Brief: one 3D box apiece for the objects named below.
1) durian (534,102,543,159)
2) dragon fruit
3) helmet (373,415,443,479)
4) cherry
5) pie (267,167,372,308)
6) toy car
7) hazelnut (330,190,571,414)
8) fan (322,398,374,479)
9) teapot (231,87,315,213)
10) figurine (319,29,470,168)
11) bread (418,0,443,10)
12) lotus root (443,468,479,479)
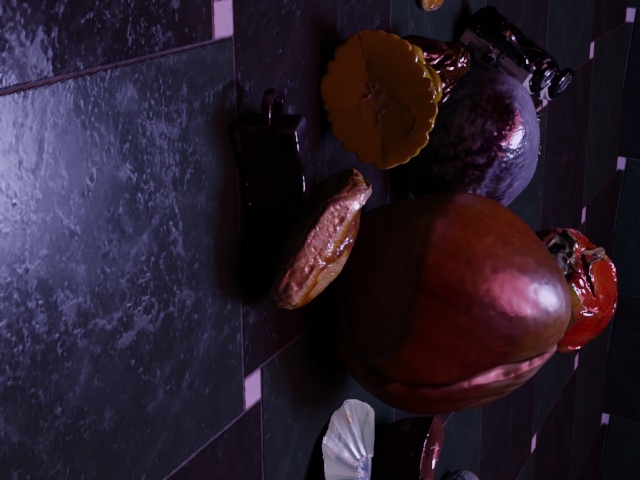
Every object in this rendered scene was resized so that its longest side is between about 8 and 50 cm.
[{"bbox_3d":[0.359,-0.193,2.144,0.196,0.167,0.196,-46,170,-11],"label":"durian"},{"bbox_3d":[0.546,0.114,2.546,0.342,0.277,0.278,37,64,-65],"label":"dragon fruit"},{"bbox_3d":[0.150,0.368,1.945,0.175,0.106,0.155,-47,140,-58],"label":"helmet"},{"bbox_3d":[0.258,-0.158,1.872,0.255,0.218,0.296,-53,169,-28],"label":"cherry"},{"bbox_3d":[0.000,0.000,1.446,0.205,0.084,0.179,-62,-174,4],"label":"pie"},{"bbox_3d":[0.380,-0.341,2.139,0.118,0.193,0.301,-54,163,14],"label":"toy car"},{"bbox_3d":[0.190,0.091,1.662,0.372,0.372,0.315,73,22,-43],"label":"hazelnut"},{"bbox_3d":[0.046,0.336,1.759,0.131,0.009,0.240,53,35,-24],"label":"fan"},{"bbox_3d":[-0.047,-0.111,1.393,0.096,0.087,0.177,-59,147,-49],"label":"teapot"},{"bbox_3d":[0.122,-0.238,1.682,0.187,0.168,0.315,52,23,-4],"label":"figurine"},{"bbox_3d":[0.187,-0.437,1.873,0.110,0.024,0.110,8,90,-66],"label":"bread"},{"bbox_3d":[0.283,0.539,2.329,0.165,0.088,0.088,-39,133,-43],"label":"lotus root"}]
